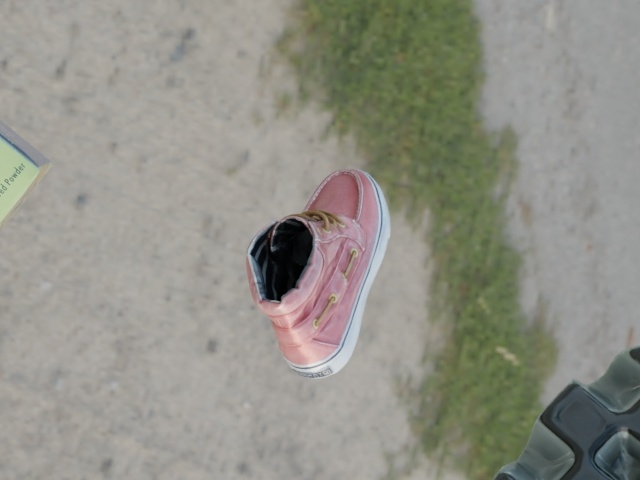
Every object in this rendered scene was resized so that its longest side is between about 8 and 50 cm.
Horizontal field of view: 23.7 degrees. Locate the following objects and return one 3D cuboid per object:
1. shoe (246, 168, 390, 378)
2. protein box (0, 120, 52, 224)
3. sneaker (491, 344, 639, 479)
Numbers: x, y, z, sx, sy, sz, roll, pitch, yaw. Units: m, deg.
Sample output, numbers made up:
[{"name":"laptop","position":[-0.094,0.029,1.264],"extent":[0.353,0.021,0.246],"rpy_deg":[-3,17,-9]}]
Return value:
[{"name":"shoe","position":[0.000,0.000,1.027],"extent":[0.081,0.063,0.178],"rpy_deg":[61,31,-42]},{"name":"protein box","position":[-0.273,-0.053,0.864],"extent":[0.136,0.200,0.201],"rpy_deg":[-51,-171,-2]},{"name":"sneaker","position":[0.077,0.200,0.745],"extent":[0.330,0.122,0.146],"rpy_deg":[-36,155,-16]}]
